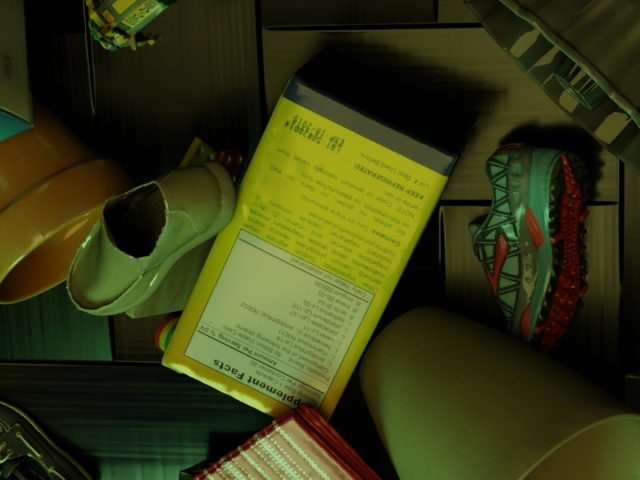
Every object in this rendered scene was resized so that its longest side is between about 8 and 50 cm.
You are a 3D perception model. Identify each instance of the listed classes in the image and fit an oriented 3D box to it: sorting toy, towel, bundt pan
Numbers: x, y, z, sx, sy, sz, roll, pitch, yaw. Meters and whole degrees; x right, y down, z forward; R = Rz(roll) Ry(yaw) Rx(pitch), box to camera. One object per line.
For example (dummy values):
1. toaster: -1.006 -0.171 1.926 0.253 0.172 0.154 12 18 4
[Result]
1. sorting toy: -0.169 0.005 1.939 0.046 0.132 0.275 26 108 28
2. towel: -0.042 0.304 1.874 0.199 0.031 0.275 46 126 -10
3. bundt pan: 0.292 -0.191 1.701 0.331 0.331 0.124 44 93 -3

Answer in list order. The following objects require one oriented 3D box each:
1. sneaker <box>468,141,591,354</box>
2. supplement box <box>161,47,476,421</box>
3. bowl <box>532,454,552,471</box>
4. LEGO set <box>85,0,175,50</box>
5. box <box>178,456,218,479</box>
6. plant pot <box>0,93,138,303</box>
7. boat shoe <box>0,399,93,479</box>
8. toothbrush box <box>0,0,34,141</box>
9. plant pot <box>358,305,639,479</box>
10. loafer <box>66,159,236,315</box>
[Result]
1. sneaker: 0.225 0.011 1.891 0.125 0.104 0.262 21 119 35
2. supplement box: 0.000 0.000 1.865 0.194 0.195 0.357 27 108 3
3. bowl: 0.249 0.401 1.990 0.391 0.077 0.391 3 106 11
4. LEGO set: -0.253 -0.301 1.775 0.192 0.331 0.255 -35 109 26
5. box: -0.051 0.440 2.006 0.293 0.073 0.296 18 109 34
6. plant pot: -0.331 -0.063 1.924 0.205 0.205 0.188 -39 79 18
7. boat shoe: -0.369 0.261 2.078 0.206 0.065 0.075 36 109 0
8. toothbrush box: -0.464 -0.185 1.859 0.295 0.126 0.216 -21 63 27
9. plant pot: 0.170 0.201 1.827 0.274 0.256 0.256 44 113 36
10. loafer: -0.200 -0.005 1.815 0.268 0.092 0.102 -40 61 38
